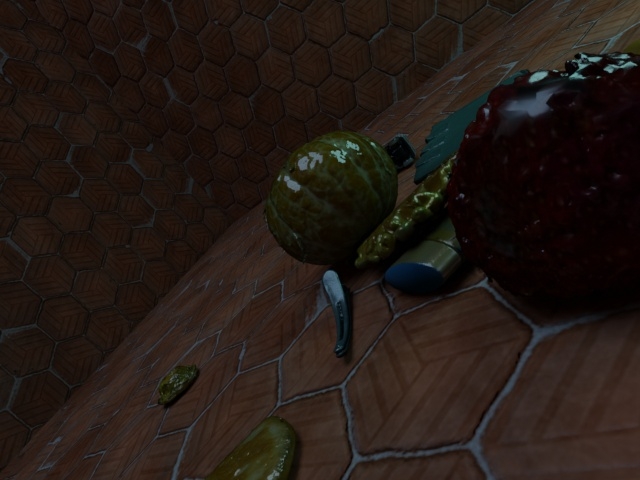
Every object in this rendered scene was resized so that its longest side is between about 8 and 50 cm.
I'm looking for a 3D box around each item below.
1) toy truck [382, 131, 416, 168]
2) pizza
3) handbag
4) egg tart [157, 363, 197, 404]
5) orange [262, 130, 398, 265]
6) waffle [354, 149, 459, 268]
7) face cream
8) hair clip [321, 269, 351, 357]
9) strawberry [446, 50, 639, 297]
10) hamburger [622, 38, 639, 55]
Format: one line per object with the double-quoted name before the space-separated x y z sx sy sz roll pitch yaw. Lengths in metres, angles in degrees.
"toy truck" 0.198 -0.248 1.382 0.226 0.098 0.114 -35 10 27
"pizza" -0.132 0.359 0.578 0.262 0.034 0.181 -41 14 -1
"handbag" 0.353 -0.226 0.944 0.274 0.100 0.269 -30 22 38
"egg tart" -0.383 0.374 1.135 0.130 0.052 0.130 -37 13 10
"orange" 0.032 -0.090 0.985 0.329 0.249 0.329 -38 -17 -14
"waffle" 0.175 -0.056 0.807 0.281 0.058 0.301 -43 -3 -25
"face cream" 0.231 -0.025 0.708 0.285 0.067 0.139 -44 10 -13
"hair clip" 0.038 0.137 0.778 0.039 0.070 0.230 -34 23 12
"strawberry" 0.246 -0.076 0.456 0.274 0.220 0.274 -48 26 32
"hamburger" 0.420 -0.174 0.491 0.115 0.162 0.162 -29 15 -2
